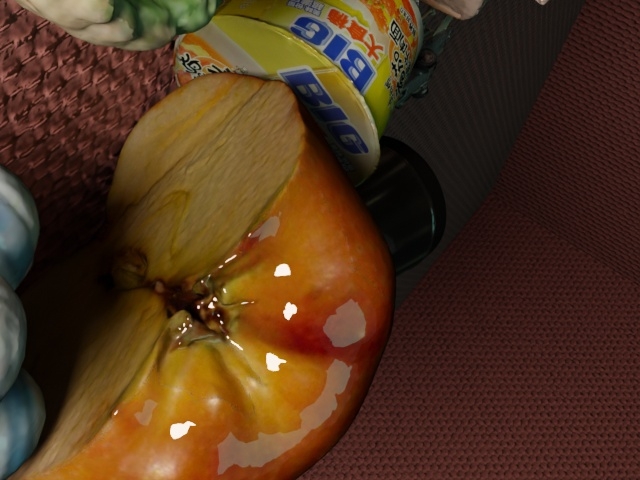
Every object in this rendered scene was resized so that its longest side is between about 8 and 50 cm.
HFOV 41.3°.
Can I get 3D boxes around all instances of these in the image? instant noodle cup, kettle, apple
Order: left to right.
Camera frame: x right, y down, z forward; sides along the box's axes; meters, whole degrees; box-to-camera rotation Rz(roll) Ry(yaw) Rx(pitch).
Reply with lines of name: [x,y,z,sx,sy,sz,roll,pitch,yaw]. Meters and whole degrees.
apple: [-0.112,0.044,0.623,0.295,0.365,0.328,-8,102,-27]
instant noodle cup: [-0.011,-0.163,0.753,0.153,0.205,0.205,-60,170,-28]
kettle: [0.004,-0.013,1.191,0.271,0.251,0.207,-33,124,-43]

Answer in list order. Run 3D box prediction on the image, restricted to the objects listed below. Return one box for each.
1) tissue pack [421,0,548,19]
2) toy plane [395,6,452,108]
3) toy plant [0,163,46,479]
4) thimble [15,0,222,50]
tissue pack: [0.228,-0.401,0.914,0.305,0.239,0.238,-53,166,-12]
toy plane: [0.098,-0.217,1.173,0.262,0.088,0.192,-50,166,-22]
toy plant: [-0.265,0.083,0.418,0.332,0.247,0.247,-56,168,-31]
thimble: [-0.101,-0.209,0.395,0.219,0.150,0.219,-52,166,-18]
